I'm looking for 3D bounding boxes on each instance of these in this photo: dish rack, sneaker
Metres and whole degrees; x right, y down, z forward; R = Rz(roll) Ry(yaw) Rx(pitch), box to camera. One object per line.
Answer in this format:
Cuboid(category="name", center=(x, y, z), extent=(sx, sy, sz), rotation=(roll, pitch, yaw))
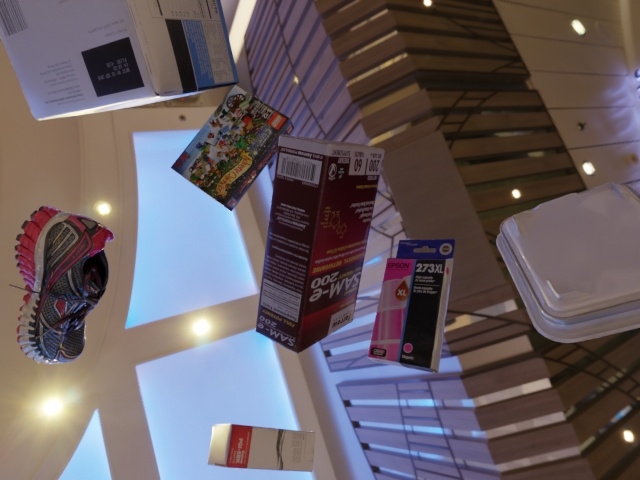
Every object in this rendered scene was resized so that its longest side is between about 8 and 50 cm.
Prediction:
Cuboid(category="dish rack", center=(0.497, 0.013, 0.744), extent=(0.072, 0.285, 0.333), rotation=(57, -158, -30))
Cuboid(category="sneaker", center=(-0.413, 0.094, 0.661), extent=(0.111, 0.300, 0.121), rotation=(15, -149, -8))

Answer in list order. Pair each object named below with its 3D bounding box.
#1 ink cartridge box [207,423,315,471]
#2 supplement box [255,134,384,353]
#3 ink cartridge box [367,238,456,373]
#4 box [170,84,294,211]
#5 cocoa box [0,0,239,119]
Cuboid(category="ink cartridge box", center=(-0.089, 0.314, 0.608), extent=(0.135, 0.099, 0.056), rotation=(17, -121, -23))
Cuboid(category="supplement box", center=(0.000, 0.000, 0.497), extent=(0.130, 0.073, 0.240), rotation=(-14, -62, -54))
Cuboid(category="ink cartridge box", center=(0.251, 0.153, 1.088), extent=(0.069, 0.175, 0.372), rotation=(41, -123, -46))
Cuboid(category="box", center=(-0.189, -0.201, 0.872), extent=(0.159, 0.044, 0.233), rotation=(34, -96, 16))
Cuboid(category="cocoa box", center=(-0.370, -0.371, 0.746), extent=(0.228, 0.346, 0.232), rotation=(-44, -51, -53))
